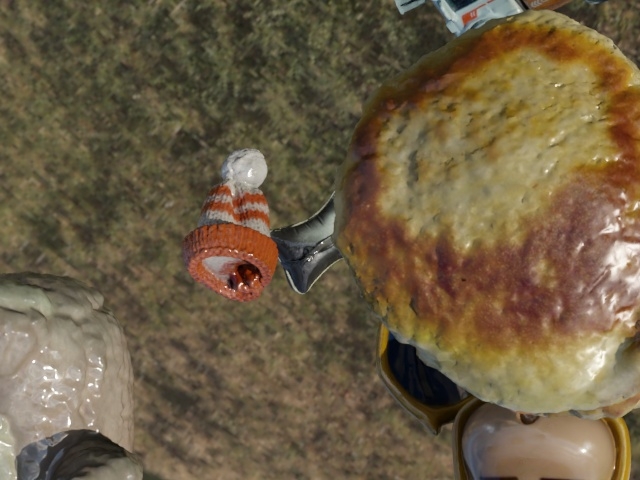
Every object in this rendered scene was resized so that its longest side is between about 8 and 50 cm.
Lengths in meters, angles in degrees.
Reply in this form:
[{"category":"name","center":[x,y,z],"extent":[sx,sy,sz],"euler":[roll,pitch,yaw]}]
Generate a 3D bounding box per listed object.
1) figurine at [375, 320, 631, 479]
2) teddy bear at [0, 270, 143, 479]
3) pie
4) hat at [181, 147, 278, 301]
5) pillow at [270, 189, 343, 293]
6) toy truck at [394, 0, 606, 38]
[{"category":"figurine","center":[0.294,0.237,1.273],"extent":[0.401,0.387,0.268],"euler":[24,148,-32]},{"category":"teddy bear","center":[-0.187,0.150,0.572],"extent":[0.236,0.267,0.151],"euler":[-6,166,34]},{"category":"pie","center":[0.106,-0.012,0.487],"extent":[0.205,0.179,0.084],"euler":[51,-169,12]},{"category":"hat","center":[-0.092,-0.028,1.088],"extent":[0.093,0.162,0.112],"euler":[-20,142,26]},{"category":"pillow","center":[-0.001,0.000,1.296],"extent":[0.091,0.136,0.055],"euler":[51,160,15]},{"category":"toy truck","center":[0.240,-0.359,1.178],"extent":[0.338,0.133,0.184],"euler":[-21,139,34]}]
